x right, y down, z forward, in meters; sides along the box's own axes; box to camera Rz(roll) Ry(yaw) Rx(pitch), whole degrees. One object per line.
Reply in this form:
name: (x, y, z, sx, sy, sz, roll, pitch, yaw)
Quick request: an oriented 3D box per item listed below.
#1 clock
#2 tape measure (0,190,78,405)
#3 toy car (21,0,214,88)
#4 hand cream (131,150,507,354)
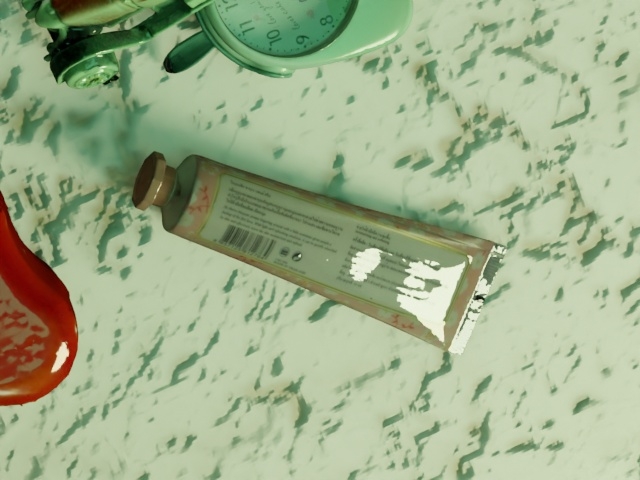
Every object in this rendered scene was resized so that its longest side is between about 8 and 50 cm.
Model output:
clock: (-0.025, -0.136, 1.044, 0.135, 0.041, 0.101, -20, 102, -9)
tape measure: (-0.263, 0.016, 0.973, 0.260, 0.114, 0.253, -34, 105, -3)
toy car: (-0.085, -0.136, 0.995, 0.143, 0.054, 0.073, -27, 79, 14)
hand cream: (0.000, 0.000, 1.073, 0.209, 0.043, 0.067, 21, 95, -21)
